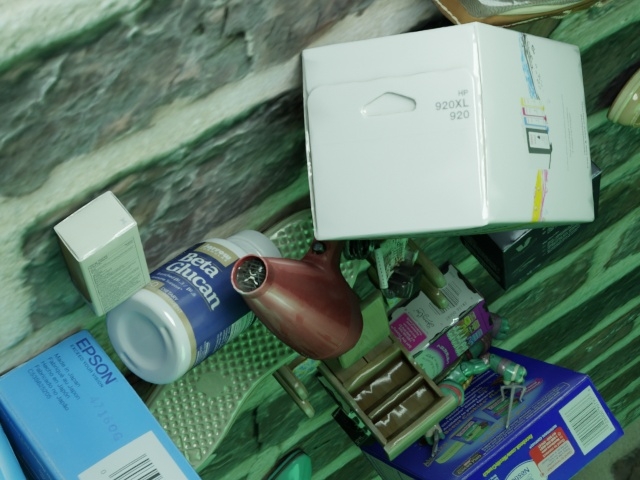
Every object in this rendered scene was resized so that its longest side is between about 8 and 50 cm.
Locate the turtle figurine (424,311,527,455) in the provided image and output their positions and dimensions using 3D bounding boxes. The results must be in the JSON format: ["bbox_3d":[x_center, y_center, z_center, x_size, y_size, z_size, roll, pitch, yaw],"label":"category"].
[{"bbox_3d":[0.202,0.195,2.185,0.175,0.118,0.234,-29,-163,25],"label":"turtle figurine"}]

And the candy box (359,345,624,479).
[{"bbox_3d":[0.240,0.289,2.275,0.268,0.122,0.317,-36,-162,-15],"label":"candy box"}]

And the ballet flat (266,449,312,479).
[{"bbox_3d":[-0.072,0.409,2.232,0.247,0.087,0.083,-50,157,22],"label":"ballet flat"}]

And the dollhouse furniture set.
[{"bbox_3d":[0.065,0.138,1.828,0.212,0.161,0.242,-38,159,-8],"label":"dollhouse furniture set"}]

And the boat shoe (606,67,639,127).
[{"bbox_3d":[0.479,-0.198,1.988,0.285,0.089,0.104,-25,155,-35],"label":"boat shoe"}]

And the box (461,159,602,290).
[{"bbox_3d":[0.256,-0.039,1.907,0.156,0.093,0.158,-39,160,-7],"label":"box"}]

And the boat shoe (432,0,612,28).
[{"bbox_3d":[0.230,-0.252,1.406,0.324,0.122,0.120,-27,158,-32],"label":"boat shoe"}]

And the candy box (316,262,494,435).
[{"bbox_3d":[0.116,0.147,2.063,0.233,0.071,0.159,-41,160,-3],"label":"candy box"}]

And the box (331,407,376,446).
[{"bbox_3d":[0.071,0.239,2.180,0.083,0.062,0.052,-48,158,15],"label":"box"}]

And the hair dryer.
[{"bbox_3d":[0.000,0.000,1.450,0.293,0.080,0.224,-40,125,-54],"label":"hair dryer"}]

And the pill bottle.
[{"bbox_3d":[-0.109,0.054,1.437,0.169,0.094,0.094,-35,161,-45],"label":"pill bottle"}]

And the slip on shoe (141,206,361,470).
[{"bbox_3d":[-0.080,0.095,1.594,0.331,0.123,0.101,-53,-168,13],"label":"slip on shoe"}]

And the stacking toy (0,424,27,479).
[{"bbox_3d":[-0.394,0.261,1.317,0.301,0.166,0.175,-23,139,-17],"label":"stacking toy"}]

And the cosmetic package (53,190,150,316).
[{"bbox_3d":[-0.183,0.013,1.313,0.060,0.041,0.115,-34,158,-17],"label":"cosmetic package"}]

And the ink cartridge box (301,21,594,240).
[{"bbox_3d":[0.115,-0.089,1.369,0.171,0.168,0.232,-6,178,31],"label":"ink cartridge box"}]

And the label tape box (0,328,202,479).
[{"bbox_3d":[-0.201,0.278,1.513,0.115,0.249,0.348,-32,157,-22],"label":"label tape box"}]

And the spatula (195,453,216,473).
[{"bbox_3d":[-0.236,0.328,1.880,0.168,0.019,0.242,-48,159,19],"label":"spatula"}]
